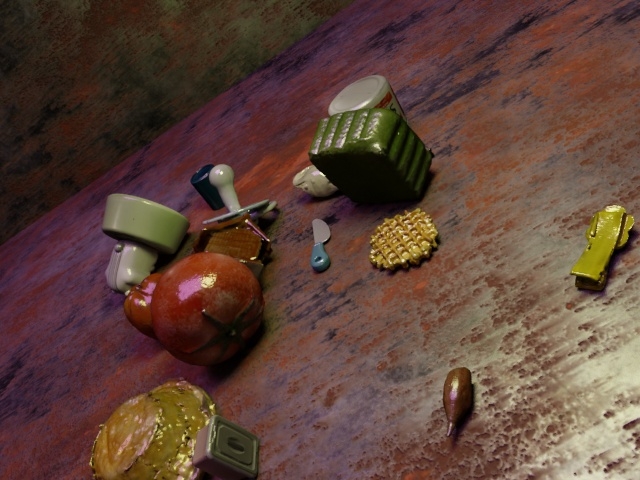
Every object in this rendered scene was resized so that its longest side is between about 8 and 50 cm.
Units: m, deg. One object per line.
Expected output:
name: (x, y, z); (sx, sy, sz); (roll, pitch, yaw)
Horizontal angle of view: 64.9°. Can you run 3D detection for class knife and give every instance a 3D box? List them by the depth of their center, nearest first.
knife: (0.002, -0.001, 1.363); (0.058, 0.032, 0.244); (-28, 30, 18)

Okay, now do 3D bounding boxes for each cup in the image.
cup: (-0.416, -0.200, 1.890); (0.150, 0.138, 0.113); (-5, 44, 39)

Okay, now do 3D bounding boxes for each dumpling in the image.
dumpling: (0.009, -0.197, 1.529); (0.169, 0.100, 0.134); (-14, 36, 30)

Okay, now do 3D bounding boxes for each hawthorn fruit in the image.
hawthorn fruit: (-0.452, 0.189, 1.404); (0.189, 0.189, 0.189); (-24, 35, 18)

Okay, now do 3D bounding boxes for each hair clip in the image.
hair clip: (0.490, 0.008, 0.872); (0.072, 0.046, 0.173); (7, 54, 44)

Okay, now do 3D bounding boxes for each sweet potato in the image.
sweet potato: (0.215, 0.261, 0.810); (0.049, 0.049, 0.117); (-9, 42, 36)

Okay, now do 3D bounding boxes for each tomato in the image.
tomato: (-0.270, 0.151, 1.193); (0.265, 0.265, 0.265); (-24, 35, 18)

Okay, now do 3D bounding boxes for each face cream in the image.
face cream: (0.150, -0.371, 1.534); (0.201, 0.187, 0.201); (-24, 35, 18)

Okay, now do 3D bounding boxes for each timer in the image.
timer: (-0.635, 0.036, 1.736); (0.290, 0.290, 0.315); (1, 72, 44)

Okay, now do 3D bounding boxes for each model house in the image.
model house: (-0.259, 0.054, 1.416); (0.229, 0.219, 0.199); (-78, 9, -55)

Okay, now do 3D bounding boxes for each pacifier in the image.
pacifier: (-0.270, -0.134, 1.577); (0.238, 0.226, 0.287); (-24, 10, -14)

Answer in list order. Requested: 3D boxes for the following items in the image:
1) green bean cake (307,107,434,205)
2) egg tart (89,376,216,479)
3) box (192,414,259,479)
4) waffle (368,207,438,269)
green bean cake: (0.128, -0.215, 1.289); (0.247, 0.250, 0.156); (-1, 59, 43)
egg tart: (-0.370, 0.434, 1.060); (0.341, 0.132, 0.341); (-23, 36, 18)
box: (-0.179, 0.396, 0.946); (0.062, 0.122, 0.089); (-36, 31, 21)
waffle: (0.190, -0.001, 1.171); (0.191, 0.038, 0.191); (-24, 34, 18)
